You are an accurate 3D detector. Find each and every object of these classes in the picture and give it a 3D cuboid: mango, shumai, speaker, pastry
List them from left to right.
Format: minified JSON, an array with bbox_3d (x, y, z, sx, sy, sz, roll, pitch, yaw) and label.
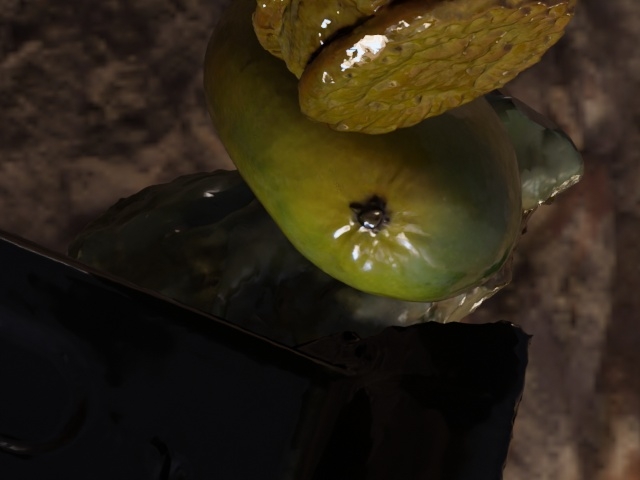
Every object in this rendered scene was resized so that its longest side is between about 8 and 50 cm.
[{"bbox_3d":[-0.144,0.051,0.665,0.388,0.184,0.180,21,-117,-11],"label":"speaker"},{"bbox_3d":[0.000,0.000,0.971,0.272,0.222,0.203,-30,-26,-50],"label":"shumai"},{"bbox_3d":[0.010,-0.045,0.704,0.122,0.191,0.085,19,-69,-31],"label":"mango"},{"bbox_3d":[0.031,-0.074,0.576,0.057,0.097,0.109,63,165,16],"label":"pastry"}]
